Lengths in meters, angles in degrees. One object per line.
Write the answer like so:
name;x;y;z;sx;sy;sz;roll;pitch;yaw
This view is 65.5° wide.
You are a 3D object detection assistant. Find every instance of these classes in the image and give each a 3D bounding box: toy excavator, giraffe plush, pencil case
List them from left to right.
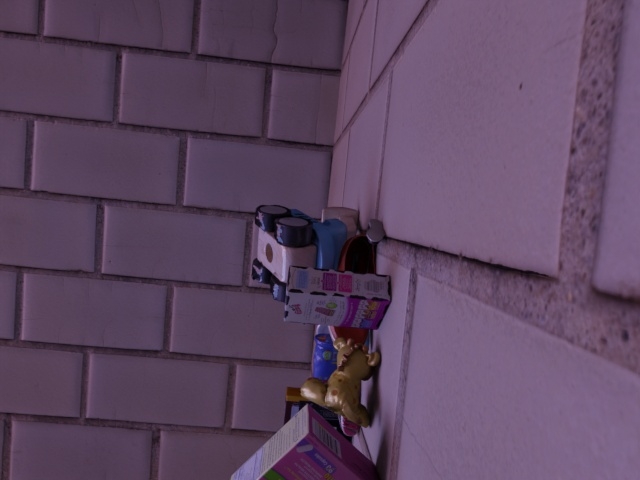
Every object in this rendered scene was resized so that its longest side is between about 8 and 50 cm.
toy excavator;0.000;0.000;1.557;0.433;0.444;0.223;33;122;57
pencil case;0.024;0.469;1.732;0.133;0.119;0.307;-55;-27;-75
giraffe plush;0.063;0.327;1.191;0.171;0.181;0.210;-63;-14;-17

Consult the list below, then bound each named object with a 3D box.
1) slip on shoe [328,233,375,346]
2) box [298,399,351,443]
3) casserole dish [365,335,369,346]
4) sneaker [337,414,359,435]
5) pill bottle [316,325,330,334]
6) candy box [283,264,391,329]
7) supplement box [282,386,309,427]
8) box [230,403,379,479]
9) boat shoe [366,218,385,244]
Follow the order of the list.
slip on shoe;0.088;0.132;1.320;0.101;0.122;0.332;114;166;-66
box;0.010;0.556;1.508;0.158;0.155;0.093;-171;85;-87
casserole dish;0.107;0.257;1.397;0.189;0.036;0.114;-90;6;-47
sneaker;0.074;0.452;1.383;0.075;0.063;0.171;120;152;-66
pill bottle;0.036;0.301;1.887;0.180;0.107;0.108;-93;9;-69
candy box;0.034;0.137;1.166;0.159;0.233;0.071;102;173;-54
supplement box;-0.046;0.683;1.913;0.129;0.191;0.194;157;119;-86
box;-0.035;0.513;1.033;0.243;0.213;0.117;-44;9;5
boat shoe;0.137;-0.015;1.268;0.125;0.046;0.038;-85;2;-64
